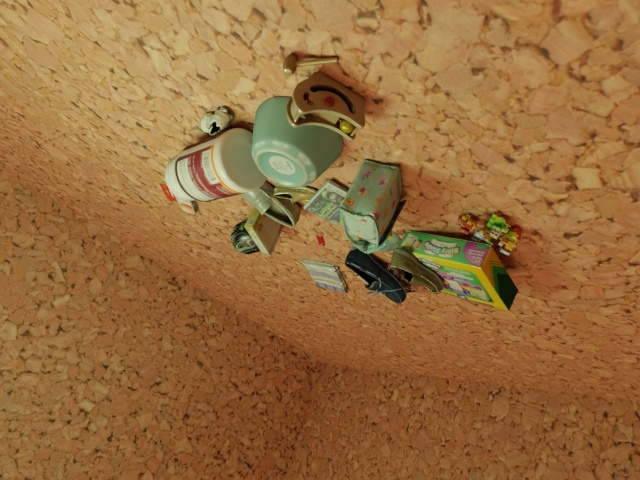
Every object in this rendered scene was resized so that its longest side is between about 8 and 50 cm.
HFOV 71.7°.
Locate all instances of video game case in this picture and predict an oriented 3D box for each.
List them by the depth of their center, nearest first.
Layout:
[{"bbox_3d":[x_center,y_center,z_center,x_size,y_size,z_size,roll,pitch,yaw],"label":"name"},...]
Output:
[{"bbox_3d":[0.054,-0.137,1.694,0.173,0.022,0.190,26,142,-20],"label":"video game case"},{"bbox_3d":[0.324,0.195,2.147,0.210,0.042,0.232,35,151,-23],"label":"video game case"}]

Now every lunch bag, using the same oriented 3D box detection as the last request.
[{"bbox_3d":[0.183,-0.100,1.496,0.160,0.223,0.262,17,155,25],"label":"lunch bag"}]

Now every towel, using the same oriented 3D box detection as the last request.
[{"bbox_3d":[0.028,0.197,2.392,0.209,0.034,0.285,11,152,24],"label":"towel"}]

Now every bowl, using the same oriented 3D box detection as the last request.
[{"bbox_3d":[-0.098,-0.288,1.430,0.311,0.163,0.311,18,154,9],"label":"bowl"}]

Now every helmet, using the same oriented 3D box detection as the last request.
[{"bbox_3d":[-0.354,-0.013,2.147,0.161,0.169,0.169,-16,137,29],"label":"helmet"}]

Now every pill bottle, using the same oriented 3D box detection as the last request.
[{"bbox_3d":[-0.394,-0.262,1.637,0.392,0.224,0.224,-5,143,43],"label":"pill bottle"}]

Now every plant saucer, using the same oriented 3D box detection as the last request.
[{"bbox_3d":[0.241,0.002,1.855,0.194,0.037,0.195,18,153,10],"label":"plant saucer"}]

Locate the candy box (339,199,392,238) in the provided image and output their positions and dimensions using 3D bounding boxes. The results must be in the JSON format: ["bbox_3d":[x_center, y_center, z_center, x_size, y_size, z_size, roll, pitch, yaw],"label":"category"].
[{"bbox_3d":[0.169,-0.077,1.640,0.205,0.105,0.027,16,138,-16],"label":"candy box"}]

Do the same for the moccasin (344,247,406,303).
[{"bbox_3d":[0.239,0.183,2.024,0.342,0.117,0.138,40,148,-2],"label":"moccasin"}]

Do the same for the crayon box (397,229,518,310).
[{"bbox_3d":[0.518,0.110,1.688,0.363,0.106,0.313,13,155,48],"label":"crayon box"}]

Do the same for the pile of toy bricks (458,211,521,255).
[{"bbox_3d":[0.570,-0.045,1.465,0.212,0.118,0.105,30,116,8],"label":"pile of toy bricks"}]

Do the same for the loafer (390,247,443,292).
[{"bbox_3d":[0.360,0.132,1.693,0.251,0.087,0.094,37,164,-12],"label":"loafer"}]

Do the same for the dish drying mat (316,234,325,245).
[{"bbox_3d":[0.000,0.000,2.069,0.032,0.008,0.083,14,153,19],"label":"dish drying mat"}]

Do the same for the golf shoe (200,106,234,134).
[{"bbox_3d":[-0.374,-0.397,1.524,0.069,0.086,0.176,36,152,-30],"label":"golf shoe"}]

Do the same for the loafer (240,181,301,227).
[{"bbox_3d":[-0.223,-0.160,1.801,0.319,0.111,0.112,28,131,-17],"label":"loafer"}]

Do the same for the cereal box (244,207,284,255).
[{"bbox_3d":[-0.243,-0.063,1.953,0.047,0.173,0.240,11,151,21],"label":"cereal box"}]

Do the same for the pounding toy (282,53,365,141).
[{"bbox_3d":[0.006,-0.381,1.182,0.269,0.154,0.155,27,154,-11],"label":"pounding toy"}]

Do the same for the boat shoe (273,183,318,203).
[{"bbox_3d":[-0.096,-0.175,1.740,0.190,0.072,0.068,11,151,21],"label":"boat shoe"}]

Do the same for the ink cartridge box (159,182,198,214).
[{"bbox_3d":[-0.706,-0.205,2.190,0.179,0.045,0.145,16,153,8],"label":"ink cartridge box"}]
